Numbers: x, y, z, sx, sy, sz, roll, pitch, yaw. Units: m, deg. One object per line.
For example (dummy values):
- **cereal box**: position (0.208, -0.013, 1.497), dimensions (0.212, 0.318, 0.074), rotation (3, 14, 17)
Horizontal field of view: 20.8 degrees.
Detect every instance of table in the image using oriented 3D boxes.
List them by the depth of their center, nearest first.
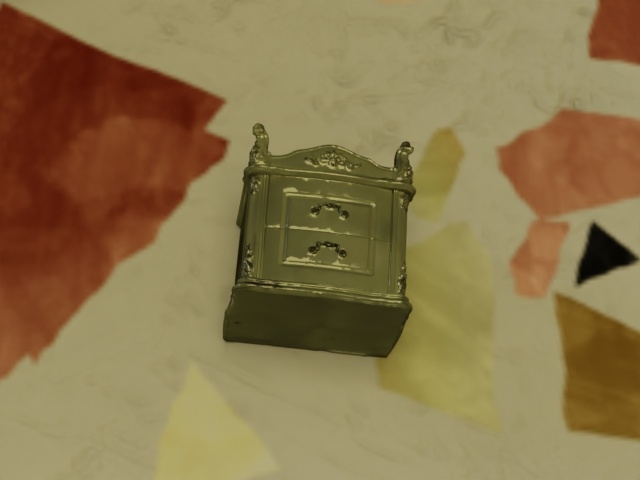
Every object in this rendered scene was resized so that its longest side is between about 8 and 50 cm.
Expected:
- **table**: position (0.000, 0.000, 0.783), dimensions (0.079, 0.062, 0.083), rotation (7, 64, -6)
